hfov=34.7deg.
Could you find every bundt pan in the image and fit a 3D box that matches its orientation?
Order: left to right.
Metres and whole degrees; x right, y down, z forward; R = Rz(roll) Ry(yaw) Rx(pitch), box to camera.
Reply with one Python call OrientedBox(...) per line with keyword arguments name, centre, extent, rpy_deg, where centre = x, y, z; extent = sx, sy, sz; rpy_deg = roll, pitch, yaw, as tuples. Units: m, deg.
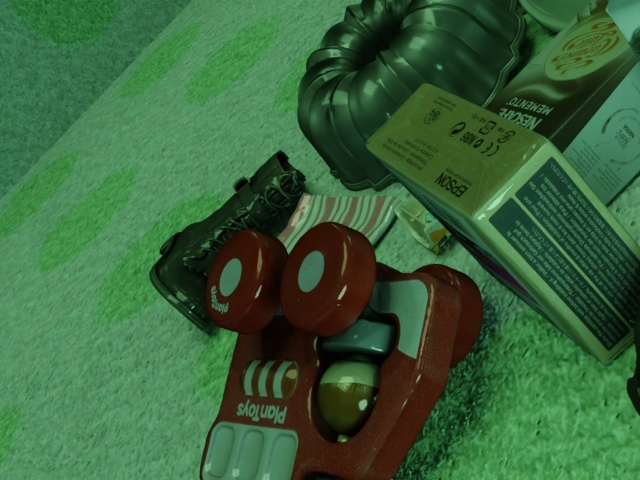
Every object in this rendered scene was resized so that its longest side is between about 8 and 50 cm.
OrientedBox(name="bundt pan", centre=(0.096, -0.230, 1.322), extent=(0.330, 0.124, 0.331), rpy_deg=(-35, 31, 25))

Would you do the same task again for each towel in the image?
OrientedBox(name="towel", centre=(0.000, 0.000, 1.257), extent=(0.197, 0.029, 0.144), rpy_deg=(4, 53, 56))

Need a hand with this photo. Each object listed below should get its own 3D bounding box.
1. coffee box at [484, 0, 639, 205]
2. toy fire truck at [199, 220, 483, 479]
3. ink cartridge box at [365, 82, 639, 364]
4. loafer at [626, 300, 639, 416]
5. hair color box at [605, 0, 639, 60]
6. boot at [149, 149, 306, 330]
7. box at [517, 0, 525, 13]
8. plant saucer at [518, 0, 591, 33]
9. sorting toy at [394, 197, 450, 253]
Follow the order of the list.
OrientedBox(name="coffee box", centre=(0.286, -0.153, 1.005), extent=(0.246, 0.098, 0.141), rpy_deg=(-46, 26, -5))
OrientedBox(name="toy fire truck", centre=(0.004, 0.129, 0.948), extent=(0.302, 0.169, 0.254), rpy_deg=(-4, 69, 53))
OrientedBox(name="ink cartridge box", centre=(0.163, -0.022, 0.876), extent=(0.088, 0.193, 0.235), rpy_deg=(-45, 25, 1))
OrientedBox(name="loafer", centre=(0.255, 0.110, 0.704), extent=(0.078, 0.080, 0.220), rpy_deg=(116, 173, -45))
OrientedBox(name="hair color box", centre=(0.432, -0.195, 0.766), extent=(0.374, 0.185, 0.114), rpy_deg=(-12, 40, 47))
OrientedBox(name="boot", centre=(-0.113, -0.017, 1.365), extent=(0.229, 0.091, 0.263), rpy_deg=(-40, 24, 11))
OrientedBox(name="box", centre=(0.236, -0.317, 1.401), extent=(0.137, 0.027, 0.094), rpy_deg=(-33, 27, 20))
OrientedBox(name="plant saucer", centre=(0.358, -0.431, 1.180), extent=(0.400, 0.100, 0.401), rpy_deg=(-28, 50, 38))
OrientedBox(name="sorting toy", centre=(0.133, -0.029, 1.105), extent=(0.075, 0.045, 0.083), rpy_deg=(-37, 25, -5))
